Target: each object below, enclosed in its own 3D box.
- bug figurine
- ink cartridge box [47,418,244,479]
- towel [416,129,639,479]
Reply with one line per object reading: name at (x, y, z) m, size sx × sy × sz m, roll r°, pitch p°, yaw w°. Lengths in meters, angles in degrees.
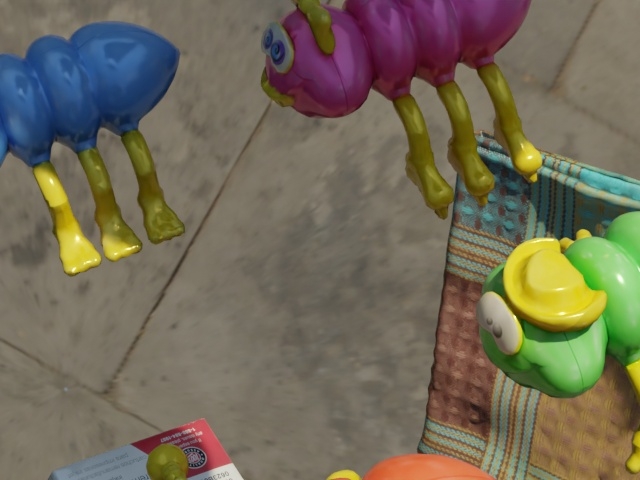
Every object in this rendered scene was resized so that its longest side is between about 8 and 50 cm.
bug figurine at (0.000, 0.000, 0.481) m, size 0.216 × 0.072 × 0.279 m, roll -24°, pitch 51°, yaw -17°
ink cartridge box at (-0.101, 0.235, 1.117) m, size 0.128 × 0.127 × 0.176 m, roll -16°, pitch 60°, yaw -40°
towel at (0.231, 0.100, 1.088) m, size 0.370 × 0.040 × 0.271 m, roll 21°, pitch 117°, yaw 31°
